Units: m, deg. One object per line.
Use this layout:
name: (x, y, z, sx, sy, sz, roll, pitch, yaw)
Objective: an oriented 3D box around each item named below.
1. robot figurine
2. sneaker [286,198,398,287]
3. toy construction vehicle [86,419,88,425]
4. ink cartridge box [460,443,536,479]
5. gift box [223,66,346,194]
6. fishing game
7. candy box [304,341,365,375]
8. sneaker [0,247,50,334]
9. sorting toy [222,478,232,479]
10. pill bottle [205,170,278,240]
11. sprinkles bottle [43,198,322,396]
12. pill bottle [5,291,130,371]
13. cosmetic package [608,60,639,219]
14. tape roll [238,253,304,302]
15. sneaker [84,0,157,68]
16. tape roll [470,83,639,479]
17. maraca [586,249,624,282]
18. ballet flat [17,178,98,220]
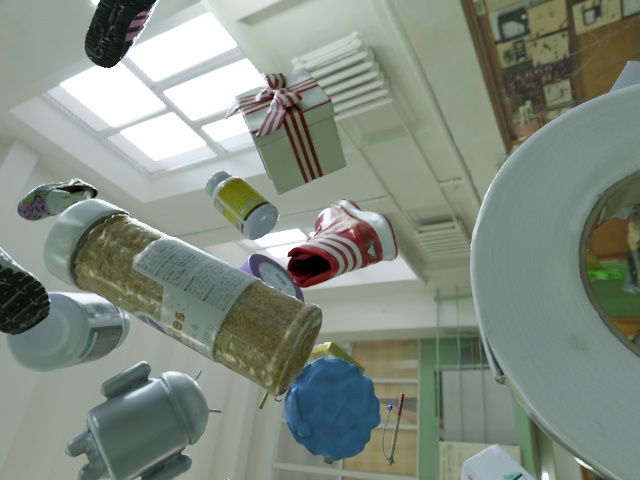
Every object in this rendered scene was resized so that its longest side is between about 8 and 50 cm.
robot figurine: (-0.436, 0.462, 1.164, 0.354, 0.200, 0.299, -22, -94, -29)
sneaker: (0.000, 0.000, 0.634, 0.128, 0.221, 0.086, -18, -82, -17)
toy construction vehicle: (-0.600, 0.525, 1.253, 0.098, 0.035, 0.085, 11, -102, -50)
ink cartridge box: (0.450, 0.649, 1.056, 0.117, 0.278, 0.201, -12, -63, -25)
gift box: (-0.100, -0.305, 1.290, 0.255, 0.277, 0.258, 56, 169, 44)
fishing game: (0.023, 0.314, 0.868, 0.041, 0.264, 0.189, 113, 177, -52)
candy box: (-0.001, 0.283, 1.054, 0.105, 0.206, 0.027, 44, -128, -14)
sneaker: (-0.712, 0.065, 1.001, 0.130, 0.147, 0.329, -37, -49, -26)
sorting toy: (-0.332, 1.035, 1.601, 0.127, 0.126, 0.365, 41, -123, -53)
pill bottle: (-0.360, -0.166, 2.084, 0.188, 0.334, 0.187, -39, -25, -22)
sprinkles bottle: (-0.177, 0.065, 0.599, 0.121, 0.356, 0.121, -59, -15, -27)
pill bottle: (-0.697, 0.254, 1.337, 0.361, 0.204, 0.204, 105, 161, -81)
cosmetic package: (0.525, -0.171, 0.792, 0.127, 0.107, 0.237, 40, -100, -44)
tape roll: (-0.191, 0.179, 1.765, 0.275, 0.090, 0.274, 40, -163, -15)
sneaker: (-0.448, -0.560, 1.089, 0.112, 0.319, 0.131, 36, -149, -25)
tape roll: (0.329, 0.032, 0.396, 0.072, 0.392, 0.391, 50, -140, -59)
maraca: (0.544, 0.058, 0.995, 0.127, 0.186, 0.099, -5, -79, -22)
ballet flat: (-0.604, -0.100, 1.095, 0.221, 0.079, 0.076, -69, -15, -71)
